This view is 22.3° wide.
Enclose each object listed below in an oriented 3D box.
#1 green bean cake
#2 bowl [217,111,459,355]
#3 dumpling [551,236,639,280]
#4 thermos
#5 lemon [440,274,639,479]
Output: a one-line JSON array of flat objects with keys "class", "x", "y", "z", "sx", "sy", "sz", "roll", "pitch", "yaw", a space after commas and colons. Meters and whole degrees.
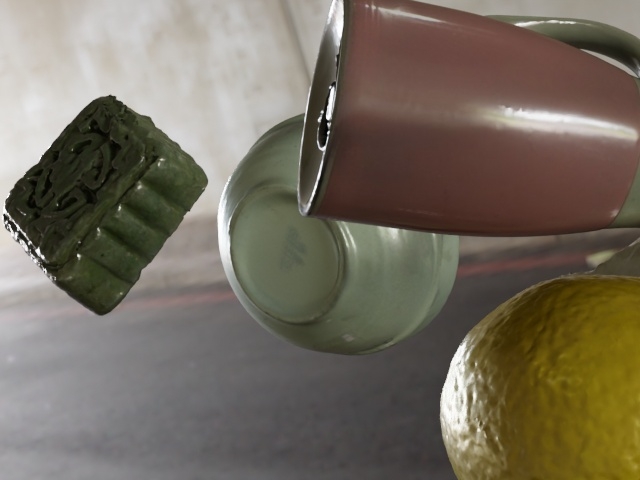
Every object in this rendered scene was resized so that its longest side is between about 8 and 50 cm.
[{"class": "green bean cake", "x": -0.221, "y": -0.043, "z": 1.639, "sx": 0.185, "sy": 0.094, "sz": 0.183, "roll": -49, "pitch": 39, "yaw": 1}, {"class": "bowl", "x": 0.000, "y": 0.000, "z": 1.940, "sx": 0.307, "sy": 0.307, "sz": 0.163, "roll": -12, "pitch": 5, "yaw": 34}, {"class": "dumpling", "x": 0.351, "y": 0.041, "z": 1.419, "sx": 0.227, "sy": 0.243, "sz": 0.175, "roll": -12, "pitch": -45, "yaw": -58}, {"class": "thermos", "x": 0.128, "y": -0.078, "z": 1.034, "sx": 0.265, "sy": 0.176, "sz": 0.146, "roll": 8, "pitch": -36, "yaw": -8}, {"class": "lemon", "x": 0.170, "y": 0.110, "z": 0.968, "sx": 0.187, "sy": 0.186, "sz": 0.244, "roll": -20, "pitch": 17, "yaw": -29}]
